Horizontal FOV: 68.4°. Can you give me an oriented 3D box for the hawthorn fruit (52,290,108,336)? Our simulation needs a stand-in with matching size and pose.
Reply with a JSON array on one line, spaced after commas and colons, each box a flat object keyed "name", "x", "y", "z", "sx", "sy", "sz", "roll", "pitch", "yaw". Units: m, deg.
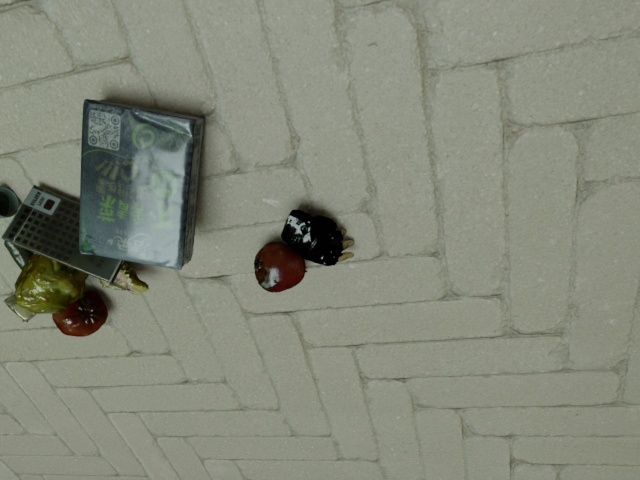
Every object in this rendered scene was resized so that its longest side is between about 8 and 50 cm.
[{"name": "hawthorn fruit", "x": -0.828, "y": 0.250, "z": 1.604, "sx": 0.193, "sy": 0.157, "sz": 0.157, "roll": -7, "pitch": 124, "yaw": 37}]

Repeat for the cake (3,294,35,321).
[{"name": "cake", "x": -1.042, "y": 0.216, "z": 1.679, "sx": 0.220, "sy": 0.117, "sz": 0.086, "roll": -1, "pitch": 128, "yaw": 52}]

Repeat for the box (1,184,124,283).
[{"name": "box", "x": -0.726, "y": -0.017, "z": 1.384, "sx": 0.324, "sy": 0.181, "sz": 0.047, "roll": 23, "pitch": 163, "yaw": -5}]

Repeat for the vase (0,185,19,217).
[{"name": "vase", "x": -1.038, "y": -0.092, "z": 1.439, "sx": 0.219, "sy": 0.096, "sz": 0.096, "roll": -13, "pitch": 120, "yaw": 22}]

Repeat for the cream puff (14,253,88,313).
[{"name": "cream puff", "x": -0.832, "y": 0.117, "z": 1.460, "sx": 0.196, "sy": 0.244, "sz": 0.244, "roll": 15, "pitch": 127, "yaw": -18}]

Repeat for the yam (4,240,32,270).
[{"name": "yam", "x": -0.958, "y": 0.106, "z": 1.577, "sx": 0.061, "sy": 0.061, "sz": 0.274, "roll": -12, "pitch": 120, "yaw": 18}]

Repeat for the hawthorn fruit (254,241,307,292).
[{"name": "hawthorn fruit", "x": -0.108, "y": 0.079, "z": 1.362, "sx": 0.171, "sy": 0.148, "sz": 0.148, "roll": 8, "pitch": 130, "yaw": -28}]

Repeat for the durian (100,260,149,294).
[{"name": "durian", "x": -0.614, "y": 0.108, "z": 1.491, "sx": 0.224, "sy": 0.078, "sz": 0.141, "roll": 20, "pitch": 118, "yaw": 18}]

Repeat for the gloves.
[{"name": "gloves", "x": 0.000, "y": 0.000, "z": 1.297, "sx": 0.203, "sy": 0.124, "sz": 0.164, "roll": 26, "pitch": 143, "yaw": 2}]

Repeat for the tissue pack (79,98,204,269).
[{"name": "tissue pack", "x": -0.463, "y": -0.140, "z": 1.210, "sx": 0.287, "sy": 0.124, "sz": 0.395, "roll": 10, "pitch": 106, "yaw": 4}]
